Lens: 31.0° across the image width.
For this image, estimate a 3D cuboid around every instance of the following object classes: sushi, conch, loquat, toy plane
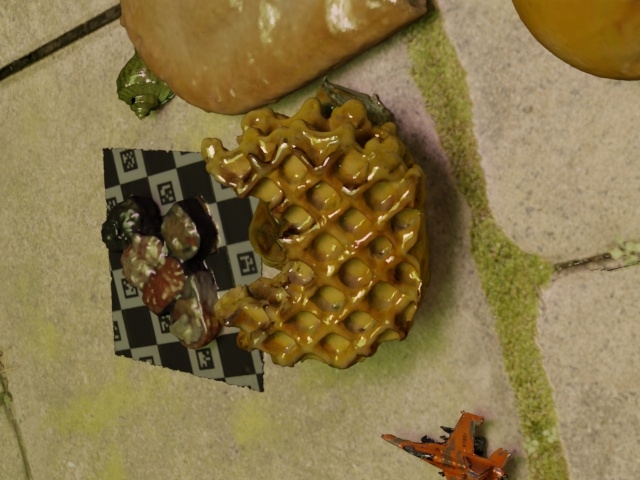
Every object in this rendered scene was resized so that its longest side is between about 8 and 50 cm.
[{"bbox_3d":[-0.225,0.038,1.658,0.320,0.068,0.340,9,105,37],"label":"sushi"},{"bbox_3d":[-0.243,-0.229,1.631,0.089,0.074,0.121,5,85,7],"label":"conch"},{"bbox_3d":[0.291,-0.269,1.093,0.243,0.244,0.244,9,105,37],"label":"loquat"},{"bbox_3d":[0.155,0.264,1.415,0.188,0.062,0.135,17,110,50],"label":"toy plane"}]

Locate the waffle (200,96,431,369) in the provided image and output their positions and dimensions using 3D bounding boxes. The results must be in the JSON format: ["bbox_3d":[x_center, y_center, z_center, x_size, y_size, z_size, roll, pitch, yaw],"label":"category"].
[{"bbox_3d":[0.000,0.000,1.356,0.261,0.151,0.324,6,122,12],"label":"waffle"}]

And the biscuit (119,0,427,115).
[{"bbox_3d":[-0.115,-0.382,1.460,0.446,0.104,0.429,-24,84,38],"label":"biscuit"}]

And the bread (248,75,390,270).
[{"bbox_3d":[-0.010,-0.073,1.452,0.087,0.098,0.269,-98,31,-54],"label":"bread"}]
